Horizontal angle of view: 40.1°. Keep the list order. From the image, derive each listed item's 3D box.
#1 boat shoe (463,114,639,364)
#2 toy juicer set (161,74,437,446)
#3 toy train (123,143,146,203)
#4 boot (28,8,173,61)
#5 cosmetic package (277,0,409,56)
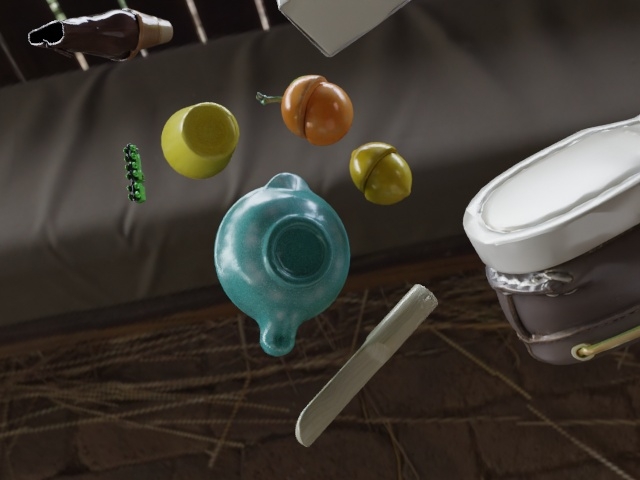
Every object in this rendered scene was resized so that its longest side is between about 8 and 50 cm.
[{"bbox_3d":[0.238,-0.039,0.450,0.324,0.097,0.116,-26,22,4],"label":"boat shoe"},{"bbox_3d":[0.000,0.000,0.842,0.209,0.329,0.089,-24,3,-19],"label":"toy juicer set"},{"bbox_3d":[-0.243,-0.087,1.152,0.017,0.023,0.083,-19,70,27],"label":"toy train"},{"bbox_3d":[-0.391,-0.348,1.471,0.206,0.090,0.248,-10,12,-39],"label":"boot"},{"bbox_3d":[0.017,-0.411,1.163,0.160,0.113,0.309,-32,46,23],"label":"cosmetic package"}]
